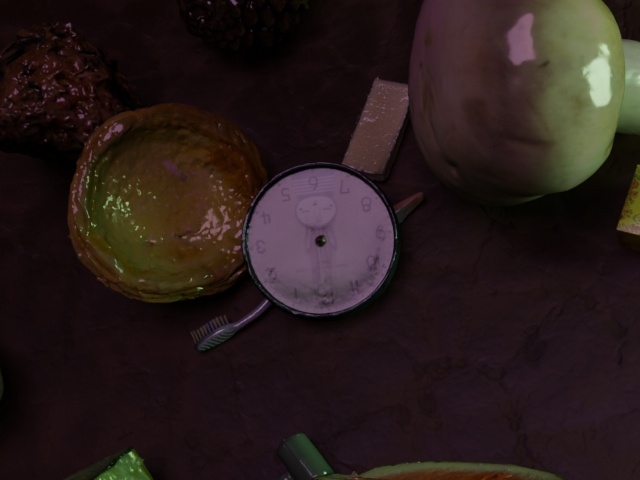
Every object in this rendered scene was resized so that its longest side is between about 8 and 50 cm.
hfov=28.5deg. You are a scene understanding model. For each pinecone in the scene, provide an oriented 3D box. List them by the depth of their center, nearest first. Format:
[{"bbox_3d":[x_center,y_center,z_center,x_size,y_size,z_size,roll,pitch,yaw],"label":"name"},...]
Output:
[{"bbox_3d":[-0.110,-0.370,1.840,0.184,0.179,0.204,24,50,15],"label":"pinecone"}]

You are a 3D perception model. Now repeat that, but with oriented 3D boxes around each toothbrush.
[{"bbox_3d":[-0.016,0.041,1.712,0.375,0.028,0.037,-33,54,3],"label":"toothbrush"}]

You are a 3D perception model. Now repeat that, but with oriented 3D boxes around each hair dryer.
[{"bbox_3d":[-0.056,0.319,1.605,0.150,0.047,0.071,-45,60,8],"label":"hair dryer"}]

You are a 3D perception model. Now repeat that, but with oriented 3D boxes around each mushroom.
[{"bbox_3d":[0.258,-0.184,1.561,0.353,0.353,0.325,10,43,22],"label":"mushroom"}]

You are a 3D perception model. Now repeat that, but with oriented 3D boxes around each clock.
[{"bbox_3d":[0.000,0.000,1.675,0.215,0.042,0.214,0,85,5],"label":"clock"}]

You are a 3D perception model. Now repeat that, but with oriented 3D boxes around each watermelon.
[{"bbox_3d":[0.158,0.304,1.492,0.304,0.159,0.128,0,38,19],"label":"watermelon"}]

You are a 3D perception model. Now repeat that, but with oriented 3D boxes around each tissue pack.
[{"bbox_3d":[0.466,-0.024,1.564,0.176,0.062,0.095,15,73,24],"label":"tissue pack"}]

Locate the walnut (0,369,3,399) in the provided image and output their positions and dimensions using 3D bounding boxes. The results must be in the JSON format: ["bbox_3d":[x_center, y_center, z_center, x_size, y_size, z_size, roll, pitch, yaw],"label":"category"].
[{"bbox_3d":[-0.551,0.190,1.719,0.224,0.224,0.224,-7,66,15],"label":"walnut"}]

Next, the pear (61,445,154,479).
[{"bbox_3d":[-0.338,0.402,1.554,0.292,0.292,0.159,-26,94,6],"label":"pear"}]

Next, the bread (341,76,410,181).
[{"bbox_3d":[0.083,-0.156,1.765,0.068,0.028,0.153,12,71,22],"label":"bread"}]

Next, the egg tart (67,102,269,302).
[{"bbox_3d":[-0.209,-0.050,1.725,0.294,0.123,0.294,1,88,-22],"label":"egg tart"}]

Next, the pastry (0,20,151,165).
[{"bbox_3d":[-0.363,-0.207,1.800,0.275,0.275,0.192,4,85,20],"label":"pastry"}]
